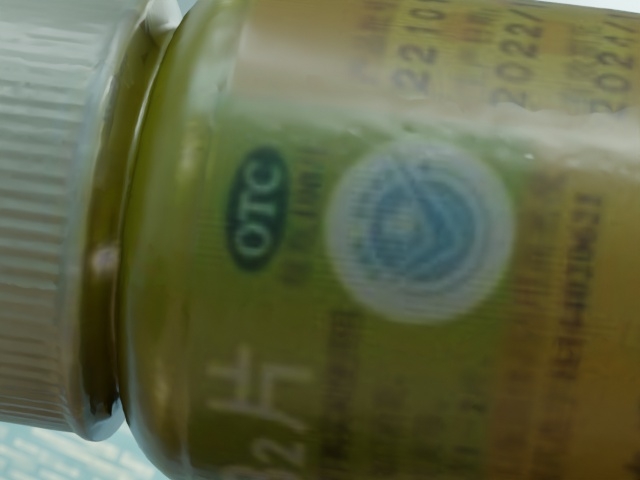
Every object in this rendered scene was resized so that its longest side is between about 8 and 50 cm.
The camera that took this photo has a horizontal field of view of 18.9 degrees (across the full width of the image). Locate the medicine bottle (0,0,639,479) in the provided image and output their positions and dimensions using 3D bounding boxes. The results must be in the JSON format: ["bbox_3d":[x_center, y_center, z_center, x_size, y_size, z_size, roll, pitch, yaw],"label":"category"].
[{"bbox_3d":[0.000,0.000,0.803,0.384,0.224,0.224,9,-26,6],"label":"medicine bottle"}]
